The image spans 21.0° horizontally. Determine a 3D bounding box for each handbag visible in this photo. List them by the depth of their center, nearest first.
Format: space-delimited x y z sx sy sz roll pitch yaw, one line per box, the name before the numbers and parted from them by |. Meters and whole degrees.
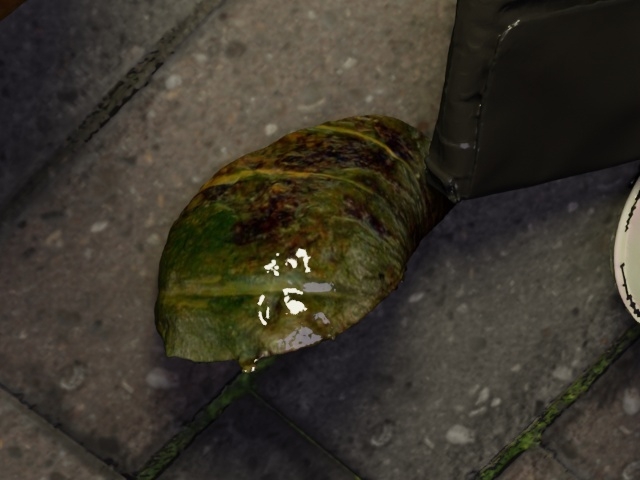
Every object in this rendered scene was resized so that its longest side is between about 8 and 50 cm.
handbag | 0.195 -0.148 1.321 0.247 0.080 0.223 -13 132 -27

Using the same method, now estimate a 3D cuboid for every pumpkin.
pumpkin | 0.002 -0.004 1.299 0.278 0.163 0.111 -19 119 -11

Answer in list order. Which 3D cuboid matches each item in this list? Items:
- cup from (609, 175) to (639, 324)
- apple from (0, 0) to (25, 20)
cup | 0.412 0.041 1.425 0.253 0.253 0.274 -45 126 5
apple | -0.283 -0.263 0.966 0.346 0.391 0.391 39 97 -27
